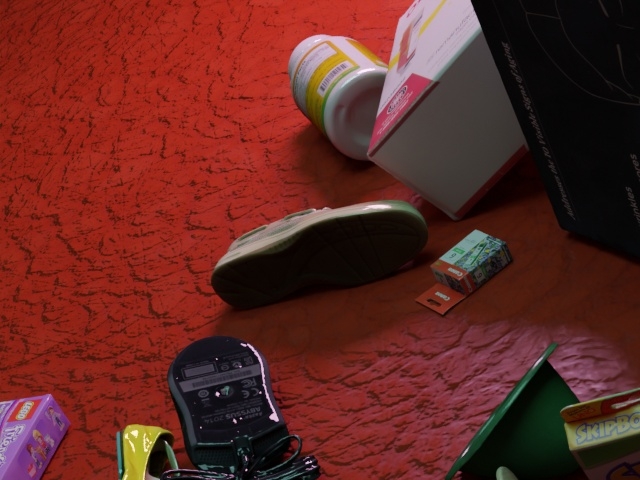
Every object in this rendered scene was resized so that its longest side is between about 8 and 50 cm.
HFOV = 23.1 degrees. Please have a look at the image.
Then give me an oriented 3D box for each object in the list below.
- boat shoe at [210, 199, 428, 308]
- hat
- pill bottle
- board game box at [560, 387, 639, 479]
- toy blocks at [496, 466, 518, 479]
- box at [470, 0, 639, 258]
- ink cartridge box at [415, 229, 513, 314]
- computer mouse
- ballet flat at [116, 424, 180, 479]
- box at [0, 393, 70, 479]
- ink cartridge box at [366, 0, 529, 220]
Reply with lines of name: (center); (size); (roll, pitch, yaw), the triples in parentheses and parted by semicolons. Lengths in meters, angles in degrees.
boat shoe: (0.000, 0.000, 2.000); (0.302, 0.109, 0.098); (-19, 31, 26)
hat: (0.251, 0.216, 1.529); (0.173, 0.183, 0.208); (-44, -11, -45)
pill bottle: (0.036, -0.219, 2.280); (0.136, 0.136, 0.246); (-30, 29, -5)
board game box: (0.293, 0.193, 1.298); (0.124, 0.259, 0.039); (-18, 48, 17)
toy blocks: (0.132, 0.296, 1.470); (0.148, 0.054, 0.123); (-34, 38, 18)
box: (0.419, -0.215, 1.609); (0.297, 0.480, 0.471); (-37, 31, -19)
ink cartridge box: (0.167, 0.037, 1.875); (0.115, 0.029, 0.063); (-37, 31, -17)
computer mouse: (-0.108, 0.215, 1.775); (0.188, 0.072, 0.272); (-10, 36, -4)
ballet flat: (-0.196, 0.283, 1.752); (0.077, 0.077, 0.231); (-2, 30, -1)
box: (-0.452, 0.318, 1.914); (0.201, 0.057, 0.293); (-11, 33, 28)
ink cartridge box: (0.219, -0.256, 2.056); (0.279, 0.160, 0.385); (-48, 15, 33)
